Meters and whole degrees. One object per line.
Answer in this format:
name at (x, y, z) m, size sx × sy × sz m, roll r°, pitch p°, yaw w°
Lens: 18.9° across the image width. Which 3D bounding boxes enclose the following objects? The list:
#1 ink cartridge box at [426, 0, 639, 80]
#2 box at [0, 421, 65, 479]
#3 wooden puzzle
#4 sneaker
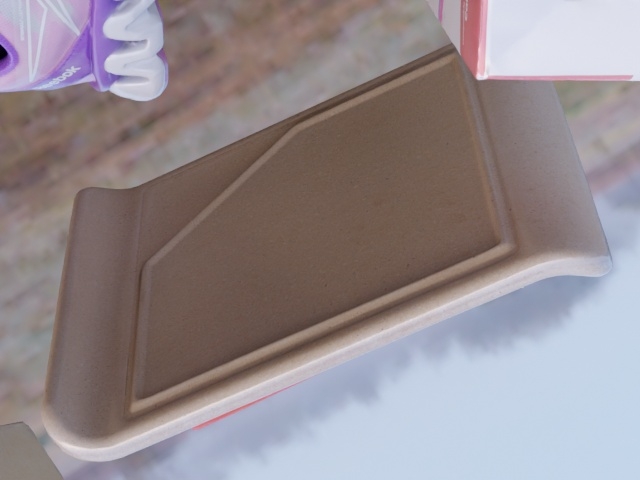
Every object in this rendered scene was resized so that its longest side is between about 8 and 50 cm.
ink cartridge box at (0.106, -0.123, 0.807) m, size 0.115 × 0.067 × 0.198 m, roll -1°, pitch -160°, yaw -6°
box at (-0.163, 0.165, 0.886) m, size 0.021 × 0.164 × 0.201 m, roll -42°, pitch 162°, yaw 25°
wooden puzzle at (0.000, 0.000, 0.849) m, size 0.238 × 0.044 × 0.221 m, roll -19°, pitch -151°, yaw 8°
sneaker at (-0.126, -0.145, 0.823) m, size 0.104 × 0.095 × 0.236 m, roll -11°, pitch 140°, yaw -10°
